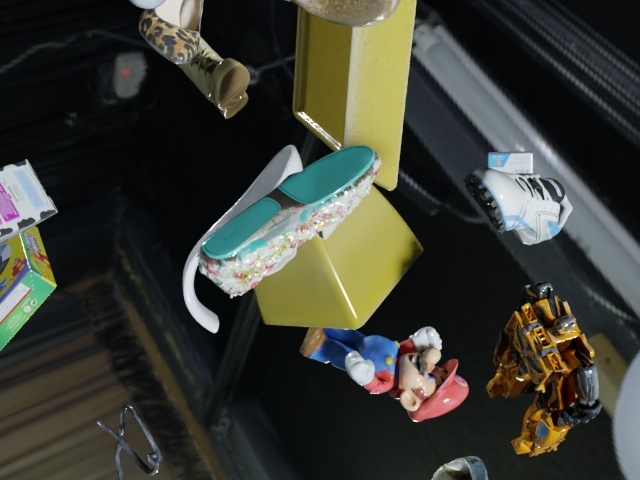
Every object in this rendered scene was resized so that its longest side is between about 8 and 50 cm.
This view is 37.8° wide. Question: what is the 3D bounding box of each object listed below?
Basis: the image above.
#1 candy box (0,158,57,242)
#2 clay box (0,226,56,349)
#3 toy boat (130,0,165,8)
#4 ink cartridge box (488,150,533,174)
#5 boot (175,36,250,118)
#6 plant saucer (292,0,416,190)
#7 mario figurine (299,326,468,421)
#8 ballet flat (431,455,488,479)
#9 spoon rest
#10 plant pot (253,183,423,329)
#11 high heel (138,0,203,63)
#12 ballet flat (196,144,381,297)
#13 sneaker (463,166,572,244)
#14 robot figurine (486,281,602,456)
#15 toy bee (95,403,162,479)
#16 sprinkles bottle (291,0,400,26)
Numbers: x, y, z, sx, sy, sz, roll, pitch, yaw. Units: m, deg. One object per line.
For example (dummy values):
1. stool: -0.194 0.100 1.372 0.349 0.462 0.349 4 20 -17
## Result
1. candy box: -0.388 0.000 0.929 0.071 0.159 0.233 61 15 -8
2. clay box: -0.463 0.049 1.371 0.053 0.127 0.222 39 5 -36
3. toy boat: -0.126 -0.412 1.287 0.318 0.148 0.267 -10 -42 27
4. ink cartridge box: 0.385 -0.117 1.890 0.052 0.088 0.123 -42 130 -75
5. boot: -0.251 -0.390 2.066 0.203 0.095 0.262 49 -6 4
6. plant saucer: 0.035 -0.287 1.536 0.333 0.080 0.333 -132 -138 -57
7. mario figurine: 0.136 0.210 1.761 0.320 0.198 0.170 26 -24 3
8. ballet flat: 0.160 0.291 1.076 0.188 0.070 0.070 -92 169 -77
9. spoon rest: -0.110 -0.012 1.270 0.276 0.084 0.137 -60 -164 7
10. plant pot: 0.000 0.000 1.490 0.212 0.212 0.187 -2 -55 43
11. high heel: -0.212 -0.397 1.475 0.186 0.093 0.261 -57 -149 24
12. ballet flat: -0.031 -0.021 1.044 0.091 0.241 0.077 41 -23 45
13. sneaker: 0.235 -0.051 1.093 0.086 0.237 0.085 -40 -113 17
14. robot figurine: 0.316 0.193 1.349 0.291 0.085 0.211 88 -17 -55
15. toy bee: -0.196 0.316 0.802 0.195 0.162 0.298 -25 -92 58
16. sprinkles bottle: 0.076 -0.338 0.722 0.121 0.355 0.121 24 -18 9
